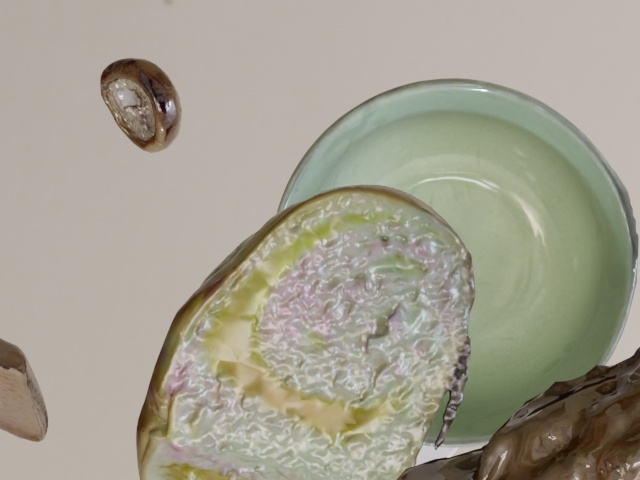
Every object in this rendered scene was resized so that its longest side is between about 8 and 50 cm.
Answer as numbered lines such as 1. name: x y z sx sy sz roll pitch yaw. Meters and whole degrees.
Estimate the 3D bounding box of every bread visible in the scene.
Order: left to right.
1. bread: -0.017 0.080 0.826 0.158 0.261 0.156 20 -171 -8

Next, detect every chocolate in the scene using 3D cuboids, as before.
1. chocolate: -0.201 0.091 0.936 0.064 0.031 0.101 17 146 20

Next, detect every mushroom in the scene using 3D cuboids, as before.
1. mushroom: -0.202 -0.157 1.679 0.052 0.123 0.123 -33 -163 -31

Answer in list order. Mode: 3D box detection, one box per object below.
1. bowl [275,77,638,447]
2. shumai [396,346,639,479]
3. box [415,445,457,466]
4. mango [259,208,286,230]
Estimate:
1. bowl: 0.111 0.018 1.279 0.307 0.307 0.163 6 -179 1
2. shumai: 0.136 0.137 0.440 0.218 0.185 0.184 -5 149 -13
3. box: 0.013 0.246 1.726 0.111 0.194 0.260 -44 178 -45
4. mango: 0.000 0.000 1.123 0.108 0.056 0.073 -19 146 5
